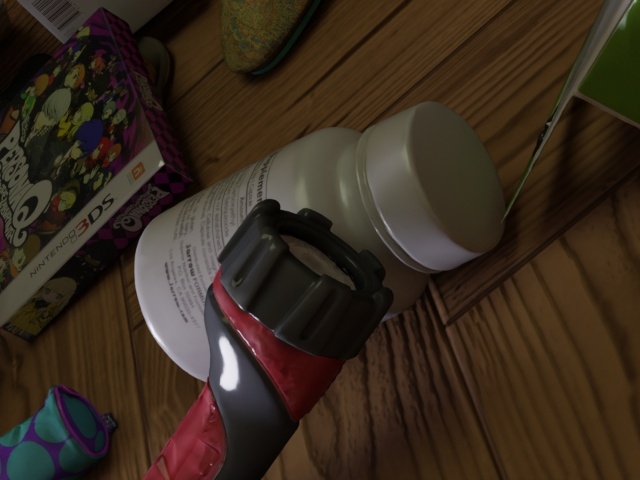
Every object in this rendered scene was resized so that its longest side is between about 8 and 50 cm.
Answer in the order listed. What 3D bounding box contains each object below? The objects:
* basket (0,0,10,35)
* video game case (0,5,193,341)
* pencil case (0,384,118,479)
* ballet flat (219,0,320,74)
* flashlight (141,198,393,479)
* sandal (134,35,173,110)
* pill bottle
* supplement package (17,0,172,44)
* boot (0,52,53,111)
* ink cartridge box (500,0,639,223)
[{"bbox_3d":[-0.511,-0.215,1.821,0.331,0.266,0.328,-55,4,-8],"label":"basket"},{"bbox_3d":[-0.220,-0.061,1.547,0.210,0.042,0.232,-43,43,18],"label":"video game case"},{"bbox_3d":[-0.227,0.171,1.338,0.151,0.064,0.070,-37,49,19],"label":"pencil case"},{"bbox_3d":[-0.020,-0.307,1.535,0.123,0.123,0.348,4,60,53],"label":"ballet flat"},{"bbox_3d":[-0.078,0.121,1.085,0.304,0.103,0.103,-53,55,18],"label":"flashlight"},{"bbox_3d":[-0.174,-0.136,1.609,0.072,0.049,0.180,-36,32,22],"label":"sandal"},{"bbox_3d":[0.000,0.000,1.168,0.229,0.131,0.131,-26,39,34],"label":"pill bottle"},{"bbox_3d":[-0.210,-0.302,1.725,0.134,0.139,0.244,-36,25,21],"label":"supplement package"},{"bbox_3d":[-0.334,-0.130,1.722,0.077,0.137,0.198,-13,46,44],"label":"boot"},{"bbox_3d":[0.214,-0.126,1.054,0.189,0.097,0.255,-62,-3,-37],"label":"ink cartridge box"}]
